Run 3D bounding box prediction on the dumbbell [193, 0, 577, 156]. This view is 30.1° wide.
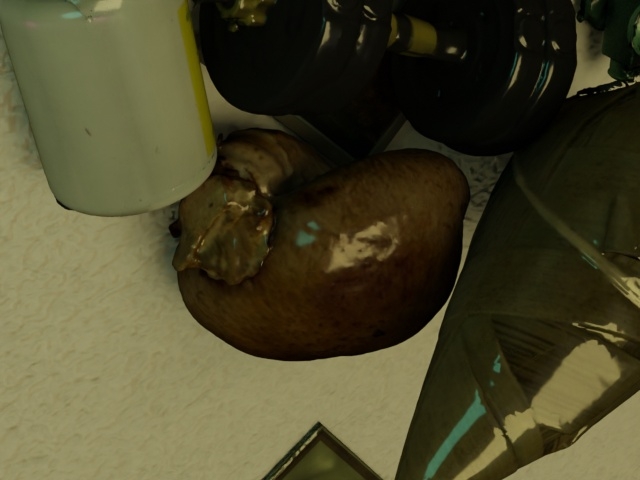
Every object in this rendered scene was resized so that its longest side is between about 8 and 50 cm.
[{"bbox_3d":[0.061,-0.177,1.007,0.388,0.185,0.185,5,112,-37],"label":"dumbbell"}]

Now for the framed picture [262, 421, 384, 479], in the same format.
[{"bbox_3d":[-0.002,0.327,1.396,0.173,0.010,0.231,-45,133,-5],"label":"framed picture"}]

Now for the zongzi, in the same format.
[{"bbox_3d":[0.179,0.046,1.151,0.467,0.500,0.218,-39,95,-3],"label":"zongzi"}]

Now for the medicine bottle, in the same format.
[{"bbox_3d":[-0.168,-0.157,0.907,0.143,0.143,0.258,-26,128,-21],"label":"medicine bottle"}]

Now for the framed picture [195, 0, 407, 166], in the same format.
[{"bbox_3d":[0.015,-0.182,1.107,0.184,0.016,0.250,-52,133,3],"label":"framed picture"}]

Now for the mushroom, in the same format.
[{"bbox_3d":[-0.005,0.009,1.068,0.283,0.263,0.195,18,62,-31],"label":"mushroom"}]

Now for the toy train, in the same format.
[{"bbox_3d":[0.363,-0.292,1.223,0.154,0.115,0.269,-14,122,-26],"label":"toy train"}]
